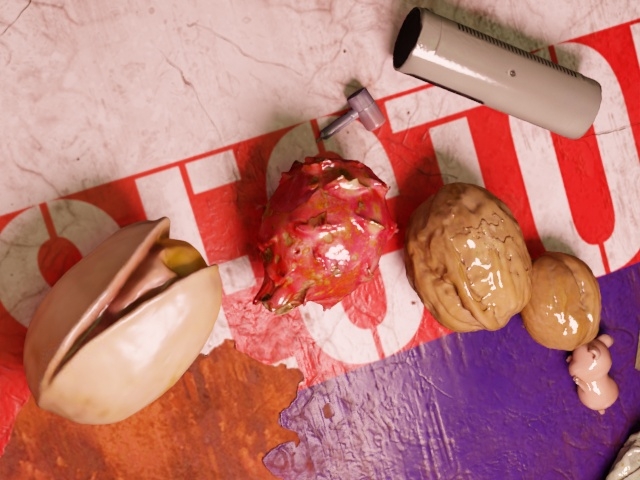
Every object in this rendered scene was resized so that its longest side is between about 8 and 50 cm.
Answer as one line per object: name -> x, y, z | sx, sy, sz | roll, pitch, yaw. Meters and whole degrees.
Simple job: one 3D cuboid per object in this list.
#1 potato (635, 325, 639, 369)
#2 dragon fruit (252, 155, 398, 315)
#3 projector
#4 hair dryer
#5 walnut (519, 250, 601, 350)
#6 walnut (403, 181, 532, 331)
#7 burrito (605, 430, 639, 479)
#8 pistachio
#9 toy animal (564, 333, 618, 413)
potato -> 0.630, 0.175, 1.864 | 0.149, 0.081, 0.120 | 4, 95, -17
dragon fruit -> 0.000, 0.000, 1.596 | 0.210, 0.205, 0.268 | 37, 81, -23
projector -> 0.283, -0.264, 1.713 | 0.337, 0.108, 0.108 | 18, 88, -17
hair dryer -> 0.041, -0.183, 1.686 | 0.114, 0.037, 0.063 | -35, 104, -4
walnut -> 0.387, 0.099, 1.756 | 0.166, 0.149, 0.167 | 19, 61, -39
walnut -> 0.229, 0.031, 1.678 | 0.198, 0.198, 0.245 | -30, 99, -13
burrito -> 0.542, 0.419, 1.853 | 0.144, 0.089, 0.229 | 38, 83, -30
pistachio -> -0.280, 0.117, 1.507 | 0.230, 0.230, 0.309 | 44, 86, -15
toy animal -> 0.465, 0.226, 1.818 | 0.089, 0.083, 0.150 | -13, 116, 5
